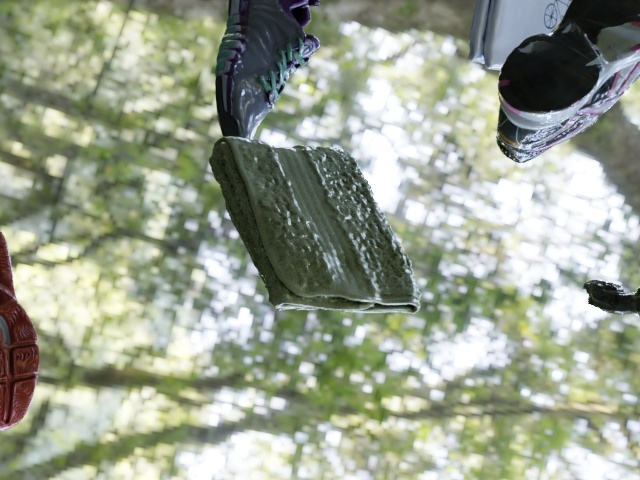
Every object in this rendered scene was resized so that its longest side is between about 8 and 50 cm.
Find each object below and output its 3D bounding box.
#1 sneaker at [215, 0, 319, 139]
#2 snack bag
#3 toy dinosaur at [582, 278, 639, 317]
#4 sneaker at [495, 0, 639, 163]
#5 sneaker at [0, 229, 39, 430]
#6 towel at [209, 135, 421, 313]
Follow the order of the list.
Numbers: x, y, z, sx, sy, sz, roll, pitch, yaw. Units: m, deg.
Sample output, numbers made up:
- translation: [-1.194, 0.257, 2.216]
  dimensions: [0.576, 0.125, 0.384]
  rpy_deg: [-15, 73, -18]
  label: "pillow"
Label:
- translation: [-0.053, -0.187, 1.732]
  dimensions: [0.098, 0.083, 0.224]
  rpy_deg: [-2, -129, 8]
  label: "sneaker"
- translation: [0.295, -0.359, 1.965]
  dimensions: [0.037, 0.323, 0.343]
  rpy_deg: [14, -83, 36]
  label: "snack bag"
- translation: [0.379, 0.057, 1.600]
  dimensions: [0.268, 0.118, 0.064]
  rpy_deg: [-13, -116, 47]
  label: "toy dinosaur"
- translation: [0.168, -0.111, 1.061]
  dimensions: [0.072, 0.178, 0.077]
  rpy_deg: [47, -31, 21]
  label: "sneaker"
- translation: [-0.369, 0.093, 1.747]
  dimensions: [0.128, 0.087, 0.221]
  rpy_deg: [-15, -101, 48]
  label: "sneaker"
- translation: [-0.003, -0.010, 1.036]
  dimensions: [0.027, 0.110, 0.148]
  rpy_deg: [-62, -142, 36]
  label: "towel"
